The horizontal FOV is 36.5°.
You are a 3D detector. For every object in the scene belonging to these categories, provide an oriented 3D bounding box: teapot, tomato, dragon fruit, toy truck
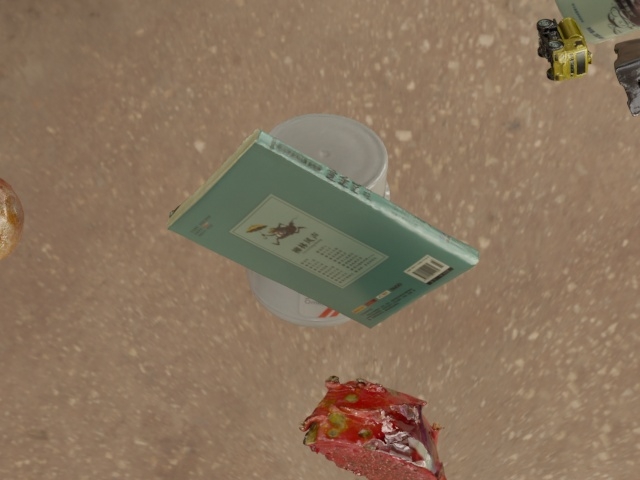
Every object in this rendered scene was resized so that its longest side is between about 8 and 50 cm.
[{"bbox_3d":[0.510,-0.263,1.487,0.096,0.177,0.087,-19,111,25],"label":"teapot"},{"bbox_3d":[-0.683,-0.047,1.972,0.155,0.214,0.181,-11,41,3],"label":"tomato"},{"bbox_3d":[0.108,0.279,1.487,0.274,0.126,0.161,33,49,-28],"label":"dragon fruit"},{"bbox_3d":[0.300,-0.235,1.196,0.054,0.049,0.083,-10,43,6],"label":"toy truck"}]

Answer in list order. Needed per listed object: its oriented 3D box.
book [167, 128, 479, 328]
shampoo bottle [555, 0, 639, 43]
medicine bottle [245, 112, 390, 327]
[{"bbox_3d":[0.000,0.000,1.389,0.379,0.264,0.031,28,49,-24],"label":"book"},{"bbox_3d":[0.428,-0.342,1.198,0.078,0.359,0.134,-42,103,-18],"label":"shampoo bottle"},{"bbox_3d":[-0.003,-0.031,1.606,0.245,0.306,0.245,2,47,-2],"label":"medicine bottle"}]
